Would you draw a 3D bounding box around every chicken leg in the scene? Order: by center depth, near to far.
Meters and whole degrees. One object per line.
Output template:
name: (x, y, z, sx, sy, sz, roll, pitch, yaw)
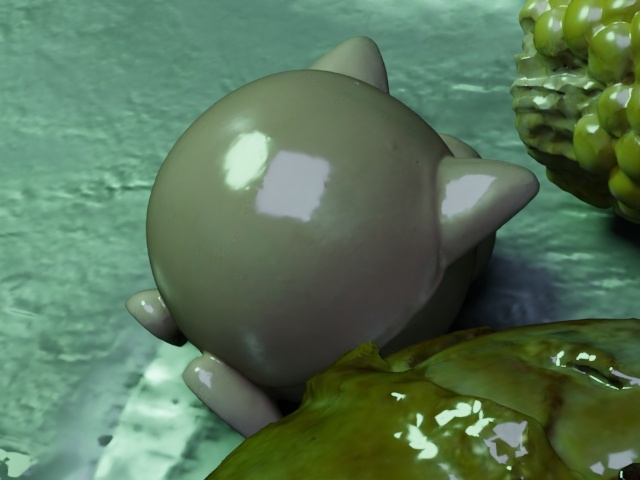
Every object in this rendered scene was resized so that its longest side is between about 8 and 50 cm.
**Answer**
chicken leg: (-0.006, 0.105, 0.524, 0.361, 0.211, 0.140, -15, 79, 2)

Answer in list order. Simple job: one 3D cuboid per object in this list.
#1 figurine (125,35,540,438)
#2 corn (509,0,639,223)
figurine: (0.000, 0.000, 0.671, 0.138, 0.125, 0.125, -45, 50, -3)
corn: (0.231, -0.031, 0.620, 0.347, 0.130, 0.130, 9, 52, 28)
